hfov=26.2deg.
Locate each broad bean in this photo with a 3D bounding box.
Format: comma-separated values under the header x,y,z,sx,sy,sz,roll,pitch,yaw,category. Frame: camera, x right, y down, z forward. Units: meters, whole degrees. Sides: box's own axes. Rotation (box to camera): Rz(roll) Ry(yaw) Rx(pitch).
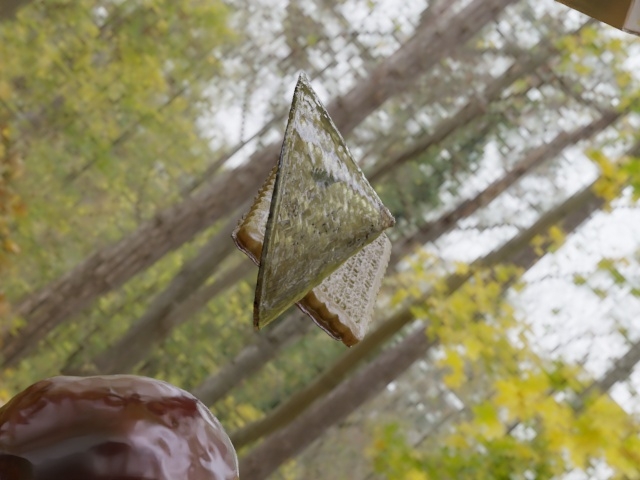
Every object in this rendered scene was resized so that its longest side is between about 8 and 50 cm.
x,y,z,sx,sy,sz,roll,pitch,yaw,category
-0.135,0.163,0.658,0.156,0.228,0.122,34,-24,6,broad bean

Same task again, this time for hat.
x,y,z,sx,sy,sz,roll,pitch,yaw,category
0.009,-0.016,0.761,0.067,0.146,0.146,11,-8,2,hat

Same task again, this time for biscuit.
x,y,z,sx,sy,sz,roll,pitch,yaw,category
0.000,0.000,1.468,0.172,0.029,0.254,44,25,-10,biscuit

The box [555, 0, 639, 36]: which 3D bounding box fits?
x,y,z,sx,sy,sz,roll,pitch,yaw,category
0.345,-0.352,1.481,0.067,0.242,0.155,7,20,-23,box
